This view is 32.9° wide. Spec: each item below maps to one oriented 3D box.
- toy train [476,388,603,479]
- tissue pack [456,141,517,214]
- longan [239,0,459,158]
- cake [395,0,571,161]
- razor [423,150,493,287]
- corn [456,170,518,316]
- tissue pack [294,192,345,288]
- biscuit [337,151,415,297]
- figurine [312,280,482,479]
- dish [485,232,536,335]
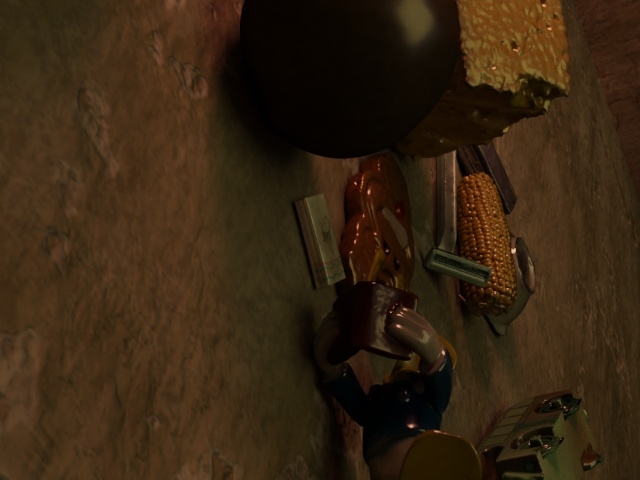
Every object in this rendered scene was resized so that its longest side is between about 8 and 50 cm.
[{"bbox_3d":[0.342,0.340,1.704,0.326,0.159,0.129,-29,102,-62],"label":"toy train"},{"bbox_3d":[0.304,-0.124,1.972,0.156,0.051,0.112,64,23,-8],"label":"tissue pack"},{"bbox_3d":[0.030,-0.220,1.216,0.258,0.258,0.258,42,41,-52],"label":"longan"},{"bbox_3d":[0.183,-0.257,1.561,0.222,0.286,0.228,5,73,-34],"label":"cake"},{"bbox_3d":[0.207,-0.048,1.743,0.111,0.056,0.278,19,46,-20],"label":"razor"},{"bbox_3d":[0.274,0.006,1.807,0.091,0.091,0.260,20,54,-37],"label":"corn"},{"bbox_3d":[0.000,0.000,1.283,0.056,0.023,0.108,-22,98,-66],"label":"tissue pack"},{"bbox_3d":[0.083,-0.002,1.448,0.186,0.044,0.295,57,31,-42],"label":"biscuit"},{"bbox_3d":[0.073,0.188,1.239,0.338,0.204,0.284,-3,73,-78],"label":"figurine"},{"bbox_3d":[0.336,0.052,1.934,0.246,0.078,0.224,-11,87,-66],"label":"dish"}]
